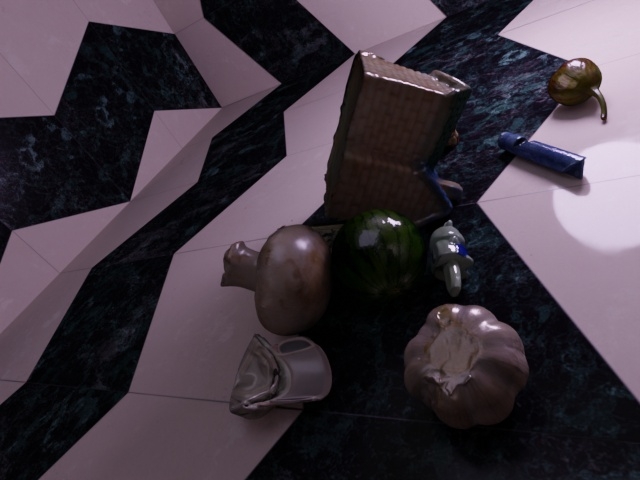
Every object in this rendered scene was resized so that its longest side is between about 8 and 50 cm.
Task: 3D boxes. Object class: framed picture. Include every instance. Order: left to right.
[{"bbox_3d":[0.000,0.000,1.473,0.195,0.010,0.199,-4,41,37],"label":"framed picture"}]

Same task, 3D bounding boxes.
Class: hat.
[{"bbox_3d":[-0.093,0.339,1.033,0.226,0.164,0.219,13,33,-4],"label":"hat"}]

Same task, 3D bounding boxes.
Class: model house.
[{"bbox_3d":[0.245,-0.293,1.327,0.400,0.445,0.395,12,32,-4],"label":"model house"}]

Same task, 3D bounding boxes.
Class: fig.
[{"bbox_3d":[0.806,-0.454,1.318,0.149,0.149,0.245,-25,45,11],"label":"fig"}]

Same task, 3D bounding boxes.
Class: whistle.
[{"bbox_3d":[0.320,0.042,1.066,0.092,0.110,0.244,9,37,-1],"label":"whistle"},{"bbox_3d":[0.629,-0.250,1.239,0.062,0.062,0.304,-33,32,-2],"label":"whistle"}]

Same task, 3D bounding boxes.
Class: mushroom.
[{"bbox_3d":[-0.112,0.096,1.150,0.290,0.298,0.297,9,44,12],"label":"mushroom"}]

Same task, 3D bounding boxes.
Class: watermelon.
[{"bbox_3d":[0.145,0.038,1.088,0.242,0.242,0.242,-22,33,15],"label":"watermelon"}]

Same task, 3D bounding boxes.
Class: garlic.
[{"bbox_3d":[0.267,0.230,0.799,0.227,0.152,0.228,-13,51,17],"label":"garlic"}]

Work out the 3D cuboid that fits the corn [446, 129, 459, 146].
[{"bbox_3d":[0.384,-0.411,1.476,0.092,0.280,0.092,-25,47,30],"label":"corn"}]
